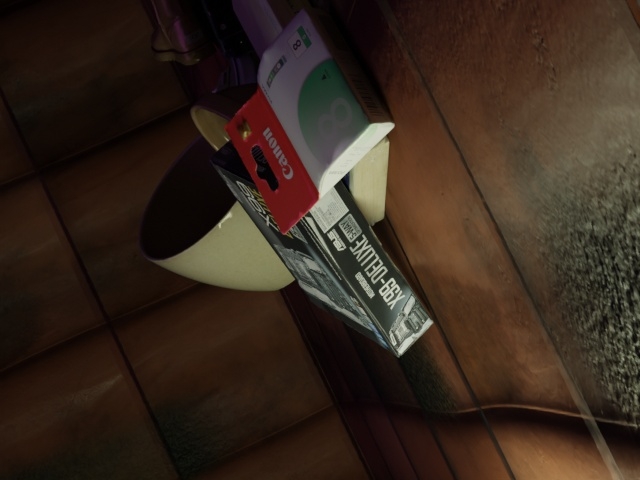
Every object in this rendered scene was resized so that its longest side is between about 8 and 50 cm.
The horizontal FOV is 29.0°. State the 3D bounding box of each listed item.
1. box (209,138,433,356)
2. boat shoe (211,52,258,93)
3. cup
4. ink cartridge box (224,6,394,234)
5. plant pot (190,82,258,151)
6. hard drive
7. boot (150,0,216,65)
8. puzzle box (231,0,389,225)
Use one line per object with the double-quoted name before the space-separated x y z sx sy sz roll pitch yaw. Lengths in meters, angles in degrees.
"box" 0.000 0.000 1.729 0.242 0.076 0.307 29 158 53
"boat shoe" -0.143 -0.254 2.126 0.302 0.094 0.109 -103 -8 -68
"cup" -0.137 -0.038 2.272 0.237 0.331 0.331 40 -174 -30
"ink cartridge box" -0.033 -0.141 1.503 0.056 0.225 0.181 0 -125 -50
"plant pot" -0.074 -0.162 1.883 0.237 0.110 0.237 38 167 10
"hard drive" -0.218 -0.496 2.113 0.237 0.064 0.339 -127 14 -57
"boot" -0.280 -0.449 2.154 0.236 0.089 0.269 22 139 60
"puzzle box" -0.024 -0.232 1.674 0.409 0.052 0.272 62 172 17
